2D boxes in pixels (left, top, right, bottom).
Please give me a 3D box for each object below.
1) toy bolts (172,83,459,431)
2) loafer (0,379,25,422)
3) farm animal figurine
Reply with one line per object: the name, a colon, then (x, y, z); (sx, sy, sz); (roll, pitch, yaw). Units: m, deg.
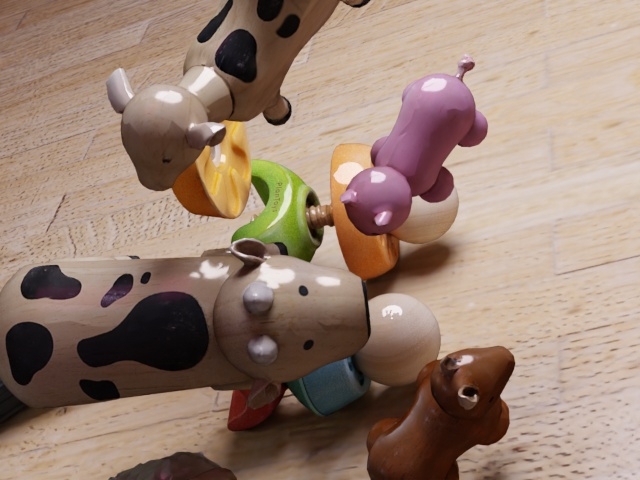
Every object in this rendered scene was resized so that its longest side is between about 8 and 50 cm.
toy bolts: (0.000, 0.000, 0.847); (0.158, 0.218, 0.228); (-8, 54, 18)
loafer: (-0.259, 0.101, 0.983); (0.223, 0.078, 0.076); (-24, 31, 6)
farm animal figurine: (-0.051, 0.016, 0.697); (0.327, 0.330, 0.172); (-23, -7, 15)
